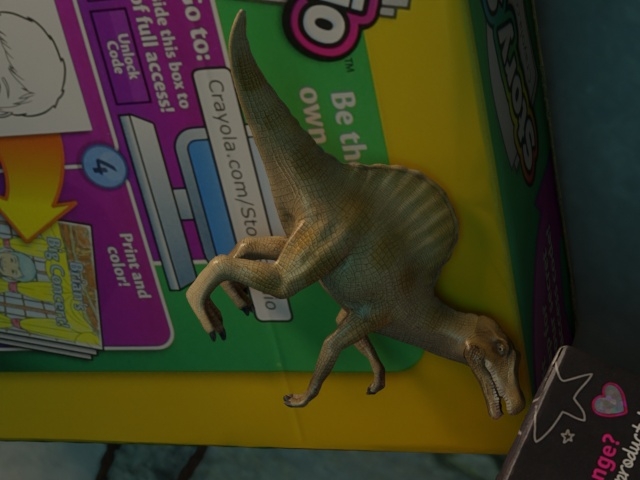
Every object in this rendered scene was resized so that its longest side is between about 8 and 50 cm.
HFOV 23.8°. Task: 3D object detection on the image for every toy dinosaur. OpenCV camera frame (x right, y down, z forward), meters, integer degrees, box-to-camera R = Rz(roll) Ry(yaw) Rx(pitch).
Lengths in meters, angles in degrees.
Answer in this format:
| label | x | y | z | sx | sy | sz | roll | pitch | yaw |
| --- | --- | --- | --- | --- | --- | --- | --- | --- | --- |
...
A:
| label | x | y | z | sx | sy | sz | roll | pitch | yaw |
| --- | --- | --- | --- | --- | --- | --- | --- | --- | --- |
| toy dinosaur | 0.000 | 0.000 | 0.543 | 0.092 | 0.053 | 0.183 | -34 | 114 | 15 |

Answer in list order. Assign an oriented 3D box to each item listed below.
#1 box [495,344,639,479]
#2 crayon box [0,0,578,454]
| label | x | y | z | sx | sy | sz | roll | pitch | yaw |
| --- | --- | --- | --- | --- | --- | --- | --- | --- | --- |
| box | 0.107 | 0.173 | 0.554 | 0.142 | 0.163 | 0.247 | 23 | 156 | 12 |
| crayon box | -0.080 | -0.092 | 0.600 | 0.313 | 0.106 | 0.363 | -2 | 119 | 20 |
